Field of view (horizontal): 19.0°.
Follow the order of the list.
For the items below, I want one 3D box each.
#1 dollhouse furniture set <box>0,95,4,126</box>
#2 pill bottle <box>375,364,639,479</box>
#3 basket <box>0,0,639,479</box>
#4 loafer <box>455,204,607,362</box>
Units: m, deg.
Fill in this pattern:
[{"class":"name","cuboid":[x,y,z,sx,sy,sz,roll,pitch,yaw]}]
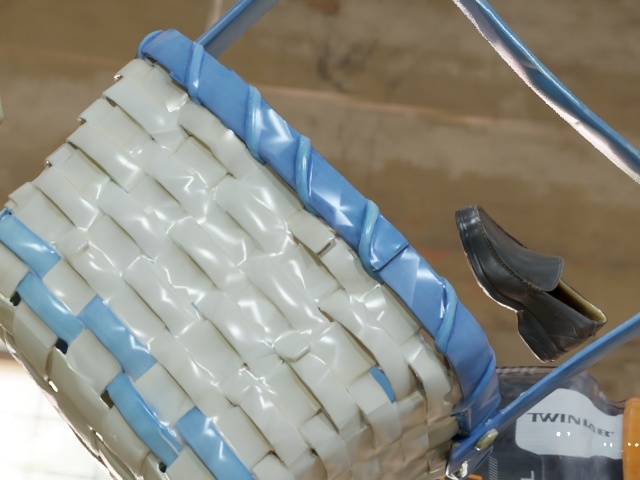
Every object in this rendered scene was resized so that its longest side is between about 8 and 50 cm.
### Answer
[{"class":"dollhouse furniture set","cuboid":[-0.246,-0.123,1.216,0.081,0.114,0.091,-5,-20,-24]},{"class":"pill bottle","cuboid":[0.111,0.147,1.264,0.246,0.130,0.130,-1,-19,16]},{"class":"basket","cuboid":[0.000,0.000,0.888,0.289,0.255,0.201,-38,-20,-10]},{"class":"loafer","cuboid":[0.165,0.025,1.512,0.061,0.062,0.170,-26,-51,21]}]
